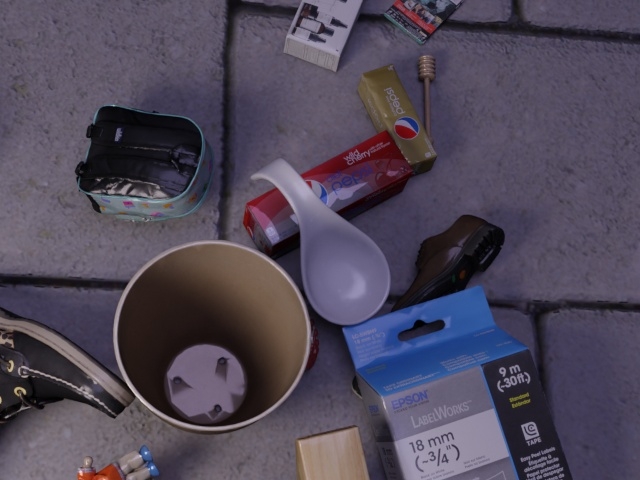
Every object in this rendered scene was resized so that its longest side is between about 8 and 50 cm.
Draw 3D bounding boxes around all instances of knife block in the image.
[{"bbox_3d":[0.041,0.424,1.624,0.088,0.276,0.242,-12,41,-12],"label":"knife block"}]

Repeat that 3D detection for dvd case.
[{"bbox_3d":[0.180,-0.403,2.078,0.087,0.013,0.119,39,70,8],"label":"dvd case"}]

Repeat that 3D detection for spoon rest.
[{"bbox_3d":[0.000,0.000,1.775,0.137,0.084,0.276,-36,94,-15],"label":"spoon rest"}]

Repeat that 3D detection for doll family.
[{"bbox_3d":[-0.277,0.417,1.662,0.163,0.118,0.263,-28,93,-23],"label":"doll family"}]

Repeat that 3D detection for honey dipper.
[{"bbox_3d":[0.179,-0.233,2.003,0.030,0.030,0.161,3,70,-6],"label":"honey dipper"}]

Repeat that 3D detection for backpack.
[{"bbox_3d":[-0.255,-0.110,1.829,0.188,0.144,0.166,3,65,18],"label":"backpack"}]

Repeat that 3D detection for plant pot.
[{"bbox_3d":[-0.157,0.167,1.671,0.256,0.274,0.257,3,68,-7],"label":"plant pot"}]

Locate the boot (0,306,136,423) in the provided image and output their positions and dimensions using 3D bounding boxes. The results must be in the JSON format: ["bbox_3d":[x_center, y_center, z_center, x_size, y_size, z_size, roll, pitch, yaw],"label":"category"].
[{"bbox_3d":[-0.458,0.241,1.635,0.377,0.138,0.284,20,69,27],"label":"boot"}]

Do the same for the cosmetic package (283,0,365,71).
[{"bbox_3d":[0.026,-0.411,2.035,0.098,0.060,0.239,21,68,0],"label":"cosmetic package"}]

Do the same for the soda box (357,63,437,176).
[{"bbox_3d":[0.124,-0.195,1.963,0.058,0.061,0.181,-21,73,-14],"label":"soda box"}]

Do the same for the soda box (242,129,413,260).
[{"bbox_3d":[0.011,-0.069,1.883,0.263,0.092,0.083,-29,76,-17],"label":"soda box"}]

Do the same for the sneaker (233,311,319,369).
[{"bbox_3d":[-0.095,0.115,1.810,0.225,0.092,0.088,42,45,-6],"label":"sneaker"}]

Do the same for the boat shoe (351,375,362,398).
[{"bbox_3d":[0.107,0.241,1.805,0.133,0.042,0.049,33,66,4],"label":"boat shoe"}]

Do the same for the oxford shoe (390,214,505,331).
[{"bbox_3d":[0.182,0.050,1.879,0.227,0.083,0.096,-44,51,-13],"label":"oxford shoe"}]

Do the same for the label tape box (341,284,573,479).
[{"bbox_3d":[0.198,0.248,1.746,0.240,0.106,0.334,-16,84,-14],"label":"label tape box"}]
